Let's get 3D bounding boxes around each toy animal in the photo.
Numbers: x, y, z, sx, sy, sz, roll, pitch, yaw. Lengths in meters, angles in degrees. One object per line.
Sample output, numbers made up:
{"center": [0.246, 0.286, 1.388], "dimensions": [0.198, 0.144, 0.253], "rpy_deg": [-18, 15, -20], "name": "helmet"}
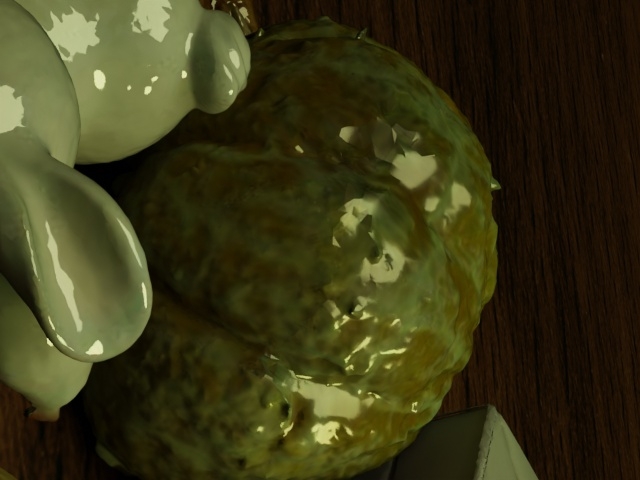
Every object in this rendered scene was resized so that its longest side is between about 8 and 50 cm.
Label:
{"center": [-0.172, -0.071, 0.818], "dimensions": [0.247, 0.183, 0.310], "rpy_deg": [33, 33, -6], "name": "toy animal"}

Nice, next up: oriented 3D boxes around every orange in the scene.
{"center": [0.000, 0.000, 0.994], "dimensions": [0.271, 0.210, 0.368], "rpy_deg": [31, 56, -14], "name": "orange"}

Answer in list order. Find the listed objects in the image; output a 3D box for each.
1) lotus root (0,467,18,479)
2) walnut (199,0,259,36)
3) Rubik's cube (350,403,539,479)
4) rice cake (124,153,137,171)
{"center": [-0.187, 0.212, 0.704], "dimensions": [0.146, 0.131, 0.303], "rpy_deg": [28, 51, -58], "name": "lotus root"}
{"center": [-0.097, -0.191, 1.183], "dimensions": [0.143, 0.069, 0.170], "rpy_deg": [6, 72, -64], "name": "walnut"}
{"center": [0.054, 0.286, 1.036], "dimensions": [0.231, 0.225, 0.221], "rpy_deg": [60, 29, -27], "name": "Rubik's cube"}
{"center": [-0.157, -0.106, 1.055], "dimensions": [0.211, 0.034, 0.043], "rpy_deg": [52, 43, -40], "name": "rice cake"}
